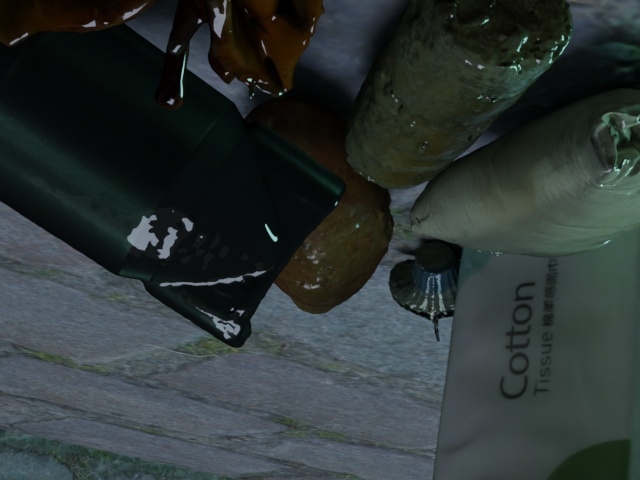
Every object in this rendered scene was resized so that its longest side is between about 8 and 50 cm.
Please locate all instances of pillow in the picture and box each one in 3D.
[{"bbox_3d":[0.154,-0.037,0.632,0.134,0.078,0.181,-5,168,-34],"label":"pillow"}]

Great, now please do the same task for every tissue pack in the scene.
[{"bbox_3d":[0.218,0.171,0.811,0.194,0.356,0.266,-5,157,39],"label":"tissue pack"}]

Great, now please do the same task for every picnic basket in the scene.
[{"bbox_3d":[0.100,0.040,0.919,0.083,0.065,0.083,0,142,8],"label":"picnic basket"}]

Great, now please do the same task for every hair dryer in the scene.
[{"bbox_3d":[-0.129,-0.047,0.649,0.244,0.116,0.302,36,173,-7],"label":"hair dryer"}]

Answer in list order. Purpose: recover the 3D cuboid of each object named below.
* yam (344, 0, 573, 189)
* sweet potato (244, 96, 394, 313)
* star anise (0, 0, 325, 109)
[{"bbox_3d":[0.066,-0.086,0.572,0.078,0.078,0.179,11,160,-9],"label":"yam"},{"bbox_3d":[0.000,0.000,0.796,0.109,0.109,0.385,5,161,8],"label":"sweet potato"},{"bbox_3d":[-0.032,-0.151,0.358,0.220,0.126,0.190,-27,153,21],"label":"star anise"}]
